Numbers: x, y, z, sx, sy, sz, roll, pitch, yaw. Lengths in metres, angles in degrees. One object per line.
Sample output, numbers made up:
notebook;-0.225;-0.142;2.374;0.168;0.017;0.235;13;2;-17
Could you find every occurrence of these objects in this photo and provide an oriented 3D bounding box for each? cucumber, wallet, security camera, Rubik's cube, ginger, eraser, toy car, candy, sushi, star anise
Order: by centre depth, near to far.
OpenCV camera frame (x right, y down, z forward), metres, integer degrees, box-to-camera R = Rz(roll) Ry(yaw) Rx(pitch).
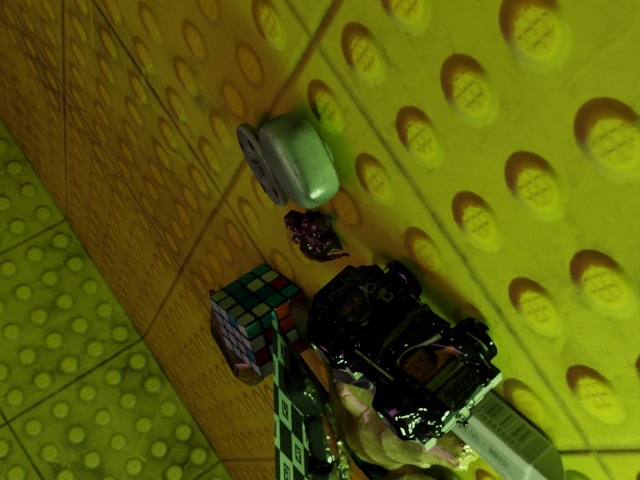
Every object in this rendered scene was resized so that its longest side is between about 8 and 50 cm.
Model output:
toy car;0.112;0.150;1.091;0.301;0.193;0.118;39;164;36
eraser;0.238;0.265;1.130;0.352;0.061;0.089;39;150;35
security camera;-0.058;-0.131;1.211;0.157;0.080;0.301;62;166;-15
star anise;0.000;0.000;1.261;0.190;0.070;0.097;9;125;57
ginger;0.136;0.299;1.325;0.375;0.166;0.236;-32;75;50
sushi;0.002;0.375;1.483;0.359;0.064;0.343;60;-161;-46
wallet;0.006;0.188;1.490;0.152;0.039;0.118;12;135;45
cucumber;0.104;0.470;1.587;0.056;0.056;0.284;42;167;31
Rubik's cube;-0.122;0.169;1.595;0.154;0.151;0.155;32;146;47
candy;-0.226;0.258;1.968;0.271;0.101;0.143;51;150;29

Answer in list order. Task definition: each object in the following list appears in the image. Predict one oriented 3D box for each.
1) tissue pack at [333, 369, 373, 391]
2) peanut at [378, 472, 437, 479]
tissue pack;0.075;0.166;1.238;0.112;0.051;0.157;1;82;59
peanut;0.198;0.512;1.414;0.196;0.110;0.233;31;161;-7
